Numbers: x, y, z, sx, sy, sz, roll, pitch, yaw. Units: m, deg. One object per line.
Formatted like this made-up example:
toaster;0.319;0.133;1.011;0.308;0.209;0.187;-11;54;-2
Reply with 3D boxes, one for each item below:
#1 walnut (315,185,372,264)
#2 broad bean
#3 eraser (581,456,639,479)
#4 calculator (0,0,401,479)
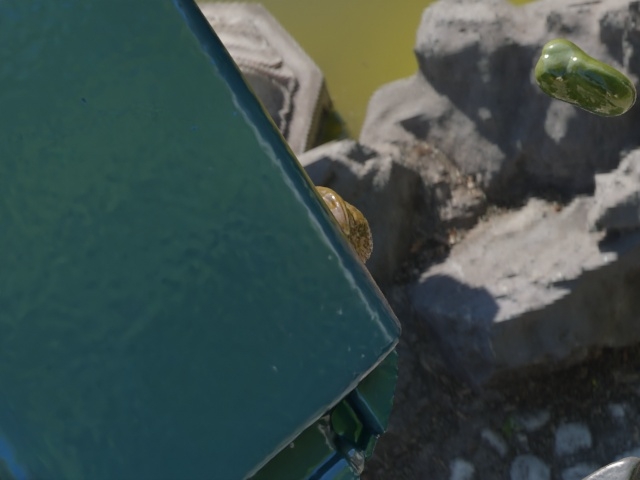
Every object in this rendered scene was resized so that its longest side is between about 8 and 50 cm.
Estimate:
walnut;0.000;0.000;1.111;0.124;0.105;0.105;-8;46;60
broad bean;0.210;-0.126;0.892;0.083;0.063;0.045;29;81;9
eraser;0.205;0.350;0.971;0.061;0.089;0.352;8;62;45
calculator;-0.085;-0.009;0.398;0.173;0.051;0.293;-37;97;-32
